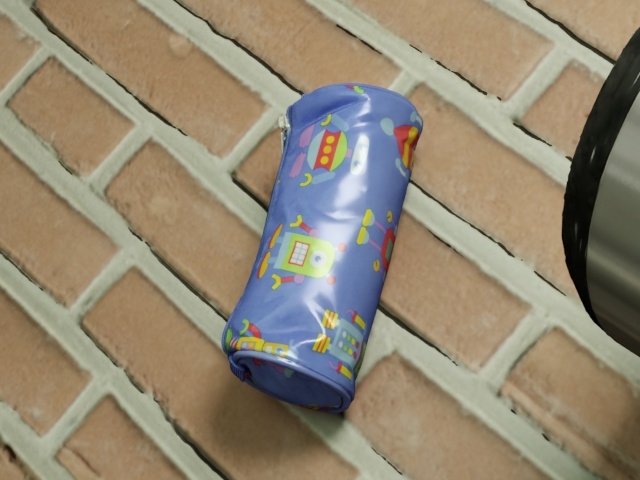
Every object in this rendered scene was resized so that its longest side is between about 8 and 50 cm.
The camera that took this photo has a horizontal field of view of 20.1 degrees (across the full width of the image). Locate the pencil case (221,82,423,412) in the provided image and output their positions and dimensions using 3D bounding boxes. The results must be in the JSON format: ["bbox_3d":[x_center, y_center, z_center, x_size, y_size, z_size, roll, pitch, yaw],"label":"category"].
[{"bbox_3d":[0.000,0.000,1.632,0.133,0.119,0.306,12,67,6],"label":"pencil case"}]

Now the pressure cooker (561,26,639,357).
[{"bbox_3d":[0.433,0.001,1.264,0.420,0.375,0.370,36,109,36],"label":"pressure cooker"}]
